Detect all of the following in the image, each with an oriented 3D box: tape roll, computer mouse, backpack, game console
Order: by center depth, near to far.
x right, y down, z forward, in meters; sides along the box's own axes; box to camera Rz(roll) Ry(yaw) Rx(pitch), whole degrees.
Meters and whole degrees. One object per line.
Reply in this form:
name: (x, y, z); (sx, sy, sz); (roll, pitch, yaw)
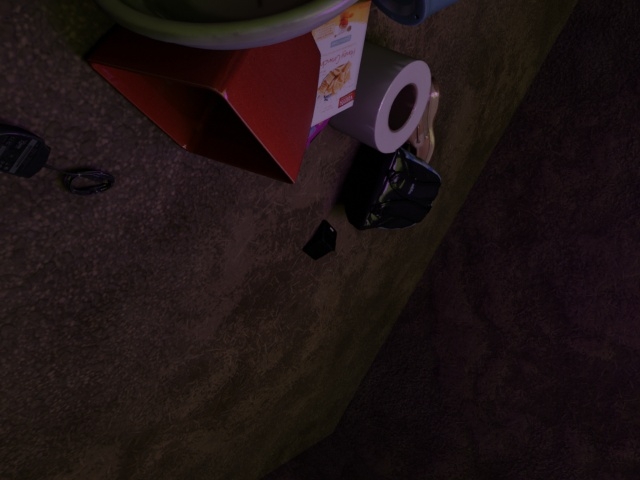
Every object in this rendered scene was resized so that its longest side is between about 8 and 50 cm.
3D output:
computer mouse: (-0.419, -0.121, 0.721); (0.071, 0.041, 0.242); (-49, 160, 4)
tape roll: (0.151, -0.374, 1.222); (0.246, 0.169, 0.246); (-39, 149, -30)
game console: (0.000, 0.000, 1.543); (0.122, 0.071, 0.107); (42, 52, -63)
backpack: (0.250, -0.172, 1.545); (0.356, 0.273, 0.290); (7, 112, -37)

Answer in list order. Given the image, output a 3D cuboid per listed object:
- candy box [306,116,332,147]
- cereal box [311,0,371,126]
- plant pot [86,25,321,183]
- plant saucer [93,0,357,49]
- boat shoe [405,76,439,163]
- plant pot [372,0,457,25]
candy box: (-0.044, -0.341, 1.047); (0.159, 0.071, 0.233); (-51, 153, -10)
cereal box: (0.018, -0.368, 0.976); (0.173, 0.047, 0.240); (-36, 150, -34)
plant pot: (-0.148, -0.283, 0.770); (0.235, 0.267, 0.267); (-65, 154, -12)
plant saucer: (-0.091, -0.363, 0.601); (0.400, 0.400, 0.100); (-47, 156, -18)
boat shoe: (0.317, -0.384, 1.565); (0.110, 0.121, 0.341); (-11, 137, -4)
plant pot: (0.213, -0.564, 0.882); (0.255, 0.272, 0.271); (-47, 152, -3)
